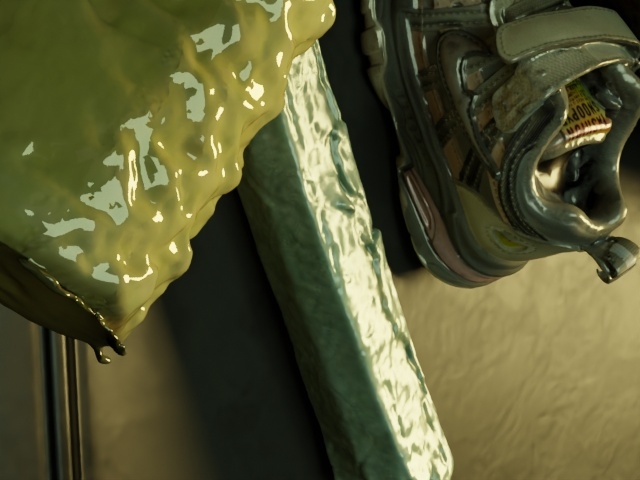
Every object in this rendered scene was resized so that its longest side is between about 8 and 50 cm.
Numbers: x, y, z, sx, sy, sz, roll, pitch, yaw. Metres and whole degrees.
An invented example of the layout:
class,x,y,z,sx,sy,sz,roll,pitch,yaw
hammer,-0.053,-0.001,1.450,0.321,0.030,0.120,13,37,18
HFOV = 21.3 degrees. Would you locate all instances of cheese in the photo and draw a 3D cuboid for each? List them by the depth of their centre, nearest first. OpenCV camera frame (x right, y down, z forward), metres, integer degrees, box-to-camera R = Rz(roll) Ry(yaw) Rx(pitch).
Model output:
class,x,y,z,sx,sy,sz,roll,pitch,yaw
cheese,-0.071,-0.062,0.531,0.167,0.123,0.094,-62,164,-18

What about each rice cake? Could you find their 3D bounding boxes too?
class,x,y,z,sx,sy,sz,roll,pitch,yaw
rice cake,0.000,0.000,0.661,0.042,0.045,0.245,-42,122,-43

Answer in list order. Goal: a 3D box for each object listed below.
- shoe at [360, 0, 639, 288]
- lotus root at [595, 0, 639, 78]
class,x,y,z,sx,sy,sz,roll,pitch,yaw
shoe,0.080,-0.063,0.699,0.089,0.092,0.180,-22,111,-40
lotus root,0.258,-0.113,0.805,0.397,0.179,0.195,27,75,-44
